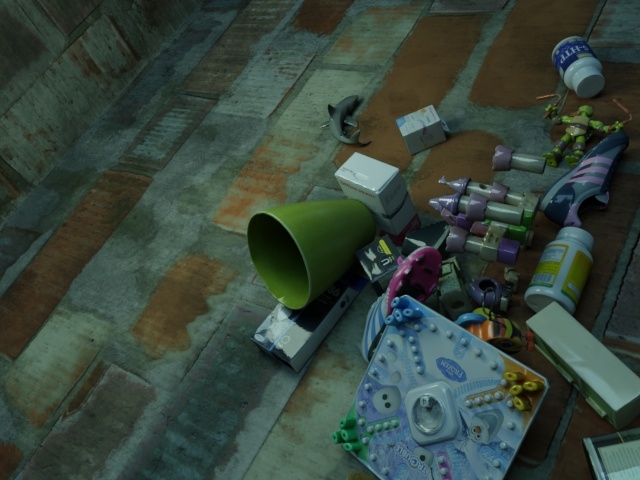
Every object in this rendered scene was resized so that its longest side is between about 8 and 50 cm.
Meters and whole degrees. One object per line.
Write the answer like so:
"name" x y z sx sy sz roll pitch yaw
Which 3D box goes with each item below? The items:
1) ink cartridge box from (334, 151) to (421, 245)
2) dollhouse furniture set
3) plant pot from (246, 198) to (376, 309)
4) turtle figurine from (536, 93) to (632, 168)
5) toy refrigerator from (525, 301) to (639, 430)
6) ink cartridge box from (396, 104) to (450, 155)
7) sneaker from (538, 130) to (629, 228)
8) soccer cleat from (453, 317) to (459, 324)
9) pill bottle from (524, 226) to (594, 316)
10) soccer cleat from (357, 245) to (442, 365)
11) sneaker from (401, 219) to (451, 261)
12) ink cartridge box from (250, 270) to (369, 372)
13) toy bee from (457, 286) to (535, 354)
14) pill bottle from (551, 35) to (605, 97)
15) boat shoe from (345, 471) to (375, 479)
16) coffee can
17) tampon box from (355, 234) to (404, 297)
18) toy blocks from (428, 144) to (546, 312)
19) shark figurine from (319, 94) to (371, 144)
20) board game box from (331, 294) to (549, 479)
"ink cartridge box" 0.163 -0.116 1.815 0.172 0.237 0.100 28 68 40
"dollhouse furniture set" 0.282 0.118 1.644 0.160 0.101 0.182 -26 37 17
"plant pot" 0.000 0.000 1.733 0.293 0.275 0.274 -26 39 -31
"turtle figurine" 0.704 -0.305 1.807 0.269 0.087 0.217 23 73 29
"toy refrigerator" 0.564 0.266 1.382 0.094 0.102 0.269 -35 46 -4
"ink cartridge box" 0.327 -0.353 2.037 0.143 0.090 0.092 -23 46 9
"sneaker" 0.713 -0.149 1.674 0.319 0.112 0.131 -42 63 -7
"soccer cleat" 0.350 0.224 1.581 0.035 0.029 0.083 -36 42 6
"pill bottle" 0.574 0.073 1.529 0.117 0.118 0.208 13 60 35
"soccer cleat" 0.181 0.154 1.592 0.331 0.116 0.143 -64 23 4
"sneaker" 0.320 -0.030 1.771 0.118 0.083 0.222 28 70 41
"ink cartridge box" -0.027 0.188 1.779 0.165 0.065 0.333 23 64 39
"toy bee" 0.382 0.234 1.432 0.162 0.298 0.196 16 73 -7
"pill bottle" 0.776 -0.516 1.931 0.111 0.112 0.187 -18 47 12
"boat shoe" 0.121 0.609 1.320 0.277 0.098 0.096 53 129 41
"coffee can" 0.635 0.422 1.141 0.275 0.202 0.202 -17 47 14
"tampon box" 0.178 0.091 1.686 0.101 0.161 0.120 -29 46 2
"toy blocks" 0.380 -0.046 1.589 0.259 0.309 0.289 14 43 24
"shark figurine" 0.063 -0.411 2.209 0.166 0.116 0.278 -20 44 12
"board game box" 0.227 0.368 1.369 0.389 0.050 0.390 31 101 41
